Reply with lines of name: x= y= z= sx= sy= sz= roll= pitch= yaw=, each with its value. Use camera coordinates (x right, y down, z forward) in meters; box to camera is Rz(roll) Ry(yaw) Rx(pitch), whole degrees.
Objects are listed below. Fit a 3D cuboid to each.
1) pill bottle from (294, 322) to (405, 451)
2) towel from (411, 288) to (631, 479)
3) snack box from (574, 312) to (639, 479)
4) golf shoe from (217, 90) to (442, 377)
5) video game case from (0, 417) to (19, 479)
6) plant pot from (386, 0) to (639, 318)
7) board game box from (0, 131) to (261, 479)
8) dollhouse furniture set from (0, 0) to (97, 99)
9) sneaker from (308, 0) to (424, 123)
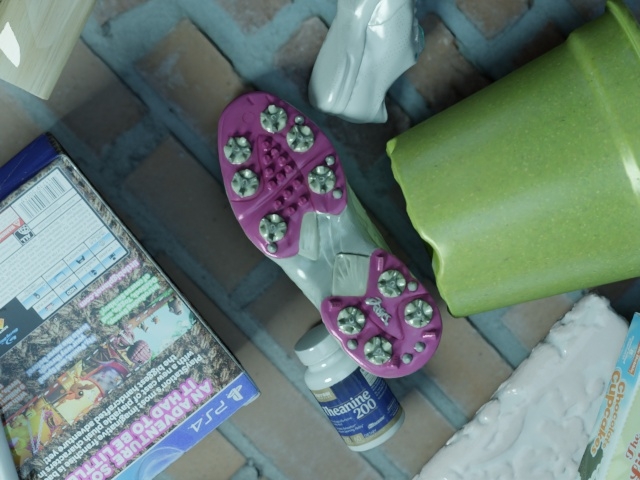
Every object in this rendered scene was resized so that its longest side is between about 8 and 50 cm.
pill bottle: x=0.026 y=0.141 z=1.864 sx=0.067 sy=0.067 sz=0.120 roll=-34 pitch=107 yaw=-4
towel: x=0.269 y=0.266 z=1.956 sx=0.317 sy=0.053 sz=0.332 roll=42 pitch=90 yaw=-18
snack box: x=0.350 y=0.250 z=1.912 sx=0.187 sy=0.060 sz=0.322 roll=17 pitch=98 yaw=-16
golf shoe: x=0.000 y=0.000 z=1.812 sx=0.115 sy=0.140 sz=0.306 roll=-32 pitch=84 yaw=-2
video game case: x=-0.344 y=0.198 z=1.711 sx=0.023 sy=0.183 sz=0.201 roll=-51 pitch=148 yaw=-38
plant pot: x=0.207 y=-0.053 z=1.783 sx=0.253 sy=0.276 sz=0.276 roll=-21 pitch=106 yaw=3
board game box: x=-0.240 y=0.089 z=1.752 sx=0.232 sy=0.141 sz=0.291 roll=-39 pitch=107 yaw=-3
dollhouse furniture set: x=-0.376 y=-0.290 z=1.581 sx=0.394 sy=0.256 sz=0.362 roll=26 pitch=95 yaw=-17
sneaker: x=0.066 y=-0.211 z=1.804 sx=0.094 sy=0.080 sz=0.212 roll=16 pitch=105 yaw=-28
